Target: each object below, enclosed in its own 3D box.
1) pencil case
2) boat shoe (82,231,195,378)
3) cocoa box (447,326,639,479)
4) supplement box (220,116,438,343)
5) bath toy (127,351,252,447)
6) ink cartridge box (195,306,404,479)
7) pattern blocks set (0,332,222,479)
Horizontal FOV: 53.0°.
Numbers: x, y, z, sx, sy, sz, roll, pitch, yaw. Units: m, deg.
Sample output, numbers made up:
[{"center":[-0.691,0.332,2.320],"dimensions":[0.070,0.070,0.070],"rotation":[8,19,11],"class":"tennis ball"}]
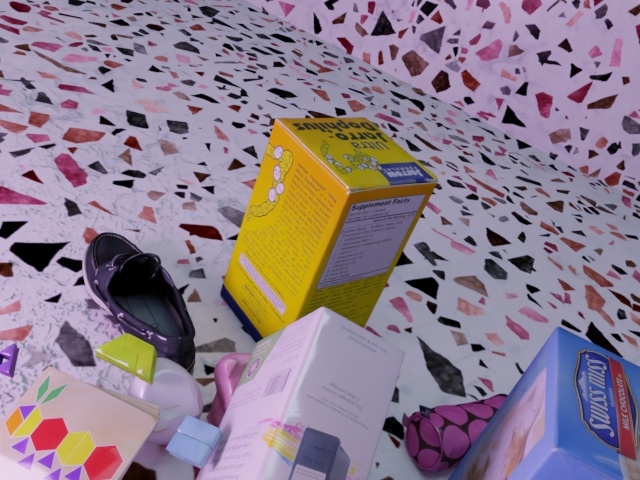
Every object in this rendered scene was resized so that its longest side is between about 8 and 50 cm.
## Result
[{"center":[0.233,0.295,1.014],"dimensions":[0.209,0.095,0.098],"rotation":[1,17,-32],"class":"pencil case"},{"center":[-0.282,0.076,0.999],"dimensions":[0.127,0.113,0.340],"rotation":[-2,40,-32],"class":"boat shoe"},{"center":[0.290,0.328,0.753],"dimensions":[0.227,0.347,0.231],"rotation":[27,31,7],"class":"cocoa box"},{"center":[0.000,0.000,1.051],"dimensions":[0.194,0.357,0.195],"rotation":[-10,45,-40],"class":"supplement box"},{"center":[-0.097,0.219,0.896],"dimensions":[0.348,0.129,0.152],"rotation":[-2,75,-26],"class":"bath toy"},{"center":[-0.053,0.269,0.694],"dimensions":[0.119,0.207,0.354],"rotation":[32,59,-14],"class":"ink cartridge box"},{"center":[-0.291,0.228,0.732],"dimensions":[0.324,0.026,0.285],"rotation":[26,55,24],"class":"pattern blocks set"}]
